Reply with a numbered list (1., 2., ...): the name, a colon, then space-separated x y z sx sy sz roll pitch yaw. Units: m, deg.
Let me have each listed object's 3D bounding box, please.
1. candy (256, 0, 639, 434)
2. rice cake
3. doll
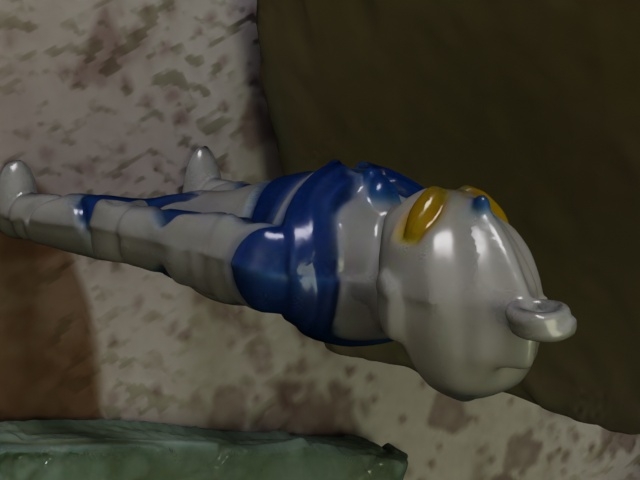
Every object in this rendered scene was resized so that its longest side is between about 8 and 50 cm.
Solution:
1. candy: 0.126 -0.036 0.568 0.135 0.321 0.179 -29 116 -35
2. rice cake: -0.056 0.125 0.644 0.211 0.038 0.124 14 94 -42
3. doll: 0.000 0.000 0.529 0.114 0.227 0.057 1 101 -39
